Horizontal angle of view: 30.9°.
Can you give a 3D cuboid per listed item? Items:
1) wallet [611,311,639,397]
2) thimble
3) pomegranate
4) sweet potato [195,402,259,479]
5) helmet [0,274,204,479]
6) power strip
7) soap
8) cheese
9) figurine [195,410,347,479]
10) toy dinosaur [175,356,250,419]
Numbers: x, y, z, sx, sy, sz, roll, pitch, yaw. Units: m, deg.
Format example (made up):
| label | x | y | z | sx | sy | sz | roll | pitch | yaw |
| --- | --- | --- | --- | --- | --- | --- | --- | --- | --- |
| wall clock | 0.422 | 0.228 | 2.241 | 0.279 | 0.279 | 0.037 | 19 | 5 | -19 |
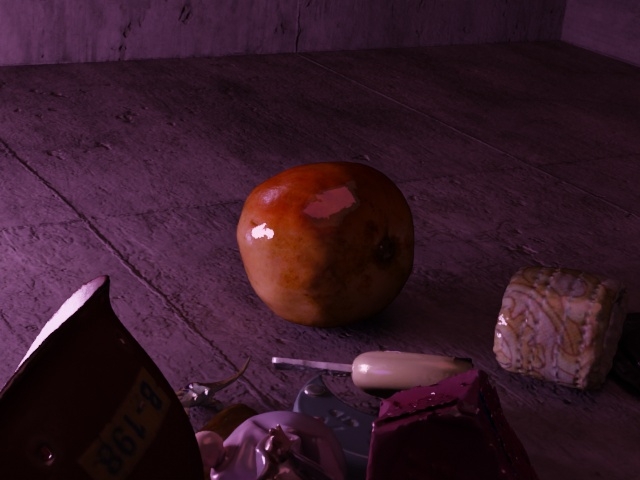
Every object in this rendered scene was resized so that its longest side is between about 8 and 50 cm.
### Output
| label | x | y | z | sx | sy | sz | roll | pitch | yaw |
| --- | --- | --- | --- | --- | --- | --- | --- | --- | --- |
| wallet | 0.525 | 0.180 | 1.579 | 0.247 | 0.041 | 0.323 | -5 | 30 | -22 |
| thimble | 0.326 | 0.107 | 1.554 | 0.143 | 0.137 | 0.190 | 11 | 45 | 25 |
| pomegranate | 0.000 | 0.000 | 1.653 | 0.252 | 0.229 | 0.270 | -21 | 22 | -34 |
| sweet potato | -0.115 | 0.226 | 1.254 | 0.081 | 0.062 | 0.233 | -32 | 4 | 29 |
| helmet | -0.216 | 0.230 | 0.970 | 0.230 | 0.337 | 0.385 | 40 | 28 | -7 |
| power strip | 0.057 | 0.225 | 1.330 | 0.253 | 0.054 | 0.167 | 12 | 22 | 13 |
| soap | 0.114 | 0.239 | 1.049 | 0.162 | 0.250 | 0.099 | 10 | 21 | 16 |
| cheese | 0.064 | 0.164 | 1.427 | 0.251 | 0.054 | 0.127 | 5 | -19 | 9 |
| figurine | -0.034 | 0.240 | 1.105 | 0.200 | 0.133 | 0.276 | 41 | 0 | -6 |
| toy dinosaur | -0.146 | 0.188 | 1.393 | 0.180 | 0.037 | 0.058 | -13 | 33 | -37 |
